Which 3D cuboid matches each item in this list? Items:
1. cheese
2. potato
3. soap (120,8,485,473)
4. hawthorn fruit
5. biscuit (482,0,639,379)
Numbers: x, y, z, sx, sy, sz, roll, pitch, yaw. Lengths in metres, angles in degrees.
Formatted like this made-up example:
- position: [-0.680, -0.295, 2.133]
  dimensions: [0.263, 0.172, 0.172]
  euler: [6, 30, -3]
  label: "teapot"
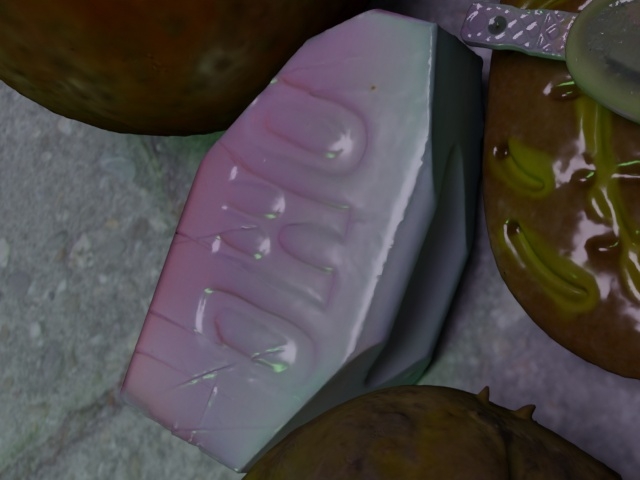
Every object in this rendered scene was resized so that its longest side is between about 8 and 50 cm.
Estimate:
- position: [0.170, -0.120, 0.604]
  dimensions: [0.192, 0.037, 0.097]
  euler: [17, 86, 37]
  label: "cheese"
- position: [0.056, 0.183, 0.550]
  dimensions: [0.229, 0.266, 0.229]
  euler: [-11, 71, 33]
  label: "potato"
- position: [0.000, 0.000, 0.708]
  dimensions: [0.193, 0.109, 0.324]
  euler: [23, 95, 32]
  label: "soap"
- position: [-0.144, -0.277, 0.720]
  dimensions: [0.402, 0.403, 0.403]
  euler: [-9, 73, 30]
  label: "hawthorn fruit"
- position: [0.264, -0.108, 0.606]
  dimensions: [0.350, 0.070, 0.394]
  euler: [-6, 75, 31]
  label: "biscuit"
